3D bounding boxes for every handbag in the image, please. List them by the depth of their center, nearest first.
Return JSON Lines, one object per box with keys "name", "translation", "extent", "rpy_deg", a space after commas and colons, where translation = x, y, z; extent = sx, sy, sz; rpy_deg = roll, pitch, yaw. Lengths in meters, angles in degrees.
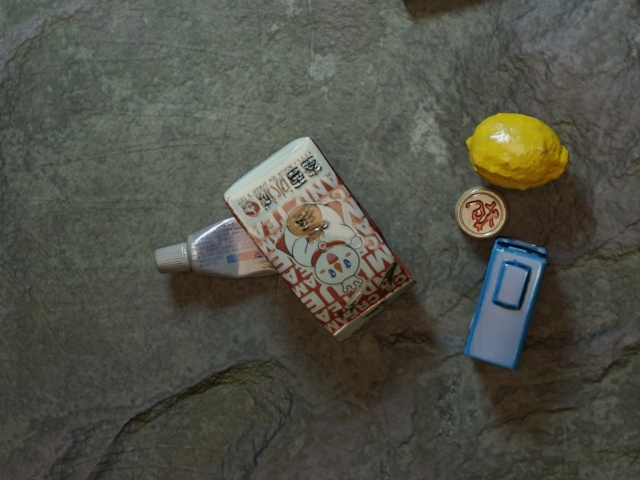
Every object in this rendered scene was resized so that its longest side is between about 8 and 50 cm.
{"name": "handbag", "translation": [0.000, 0.000, 1.301], "extent": [0.171, 0.151, 0.298], "rpy_deg": [-35, 97, 4]}

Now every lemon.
{"name": "lemon", "translation": [0.291, -0.130, 1.254], "extent": [0.155, 0.114, 0.114], "rpy_deg": [12, 98, 15]}

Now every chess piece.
{"name": "chess piece", "translation": [0.249, -0.043, 1.311], "extent": [0.083, 0.038, 0.084], "rpy_deg": [1, 96, 10]}

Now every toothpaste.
{"name": "toothpaste", "translation": [-0.133, 0.009, 1.391], "extent": [0.282, 0.068, 0.099], "rpy_deg": [-10, 123, 3]}

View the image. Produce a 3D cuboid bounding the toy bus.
{"name": "toy bus", "translation": [0.281, 0.093, 1.283], "extent": [0.090, 0.106, 0.185], "rpy_deg": [15, 98, 13]}
